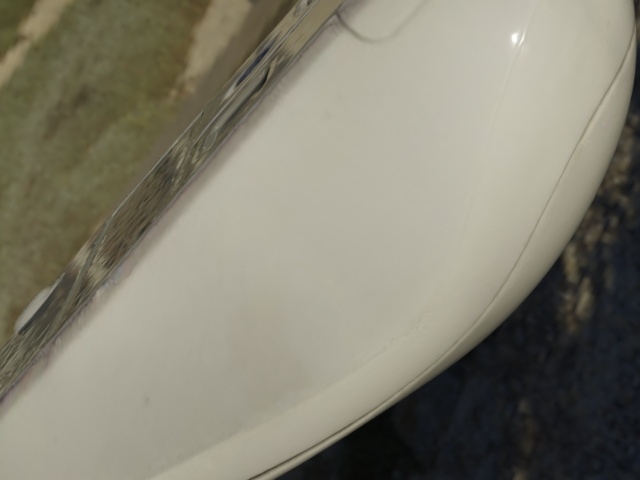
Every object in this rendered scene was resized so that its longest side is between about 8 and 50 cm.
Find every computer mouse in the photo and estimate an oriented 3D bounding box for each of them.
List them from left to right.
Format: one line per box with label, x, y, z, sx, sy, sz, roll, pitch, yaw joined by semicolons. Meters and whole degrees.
computer mouse;0.000;0.000;0.572;0.297;0.121;0.184;-50;13;11
